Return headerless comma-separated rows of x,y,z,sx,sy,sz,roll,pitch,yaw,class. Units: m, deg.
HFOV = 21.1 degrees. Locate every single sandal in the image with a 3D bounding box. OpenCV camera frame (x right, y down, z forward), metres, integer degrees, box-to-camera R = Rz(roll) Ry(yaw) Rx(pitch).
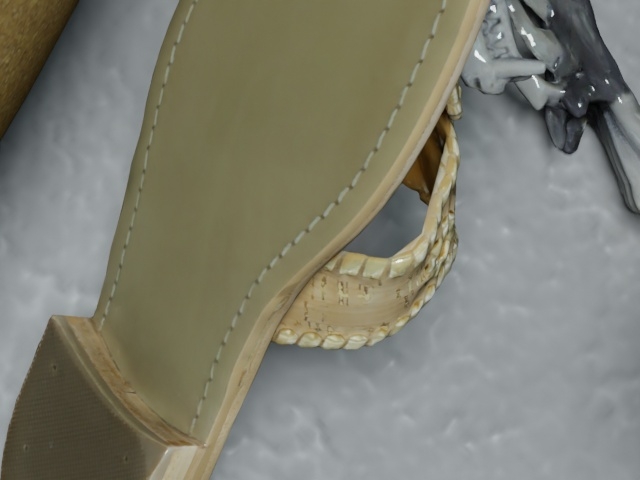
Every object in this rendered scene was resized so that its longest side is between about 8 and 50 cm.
-0.003,-0.004,0.456,0.088,0.079,0.240,50,122,35,sandal

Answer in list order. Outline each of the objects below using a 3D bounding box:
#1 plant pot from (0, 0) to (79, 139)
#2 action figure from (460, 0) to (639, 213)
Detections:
-0.155,-0.079,0.419,0.237,0.237,0.254,15,96,-5,plant pot
0.110,-0.090,0.472,0.275,0.164,0.141,-15,79,-14,action figure
